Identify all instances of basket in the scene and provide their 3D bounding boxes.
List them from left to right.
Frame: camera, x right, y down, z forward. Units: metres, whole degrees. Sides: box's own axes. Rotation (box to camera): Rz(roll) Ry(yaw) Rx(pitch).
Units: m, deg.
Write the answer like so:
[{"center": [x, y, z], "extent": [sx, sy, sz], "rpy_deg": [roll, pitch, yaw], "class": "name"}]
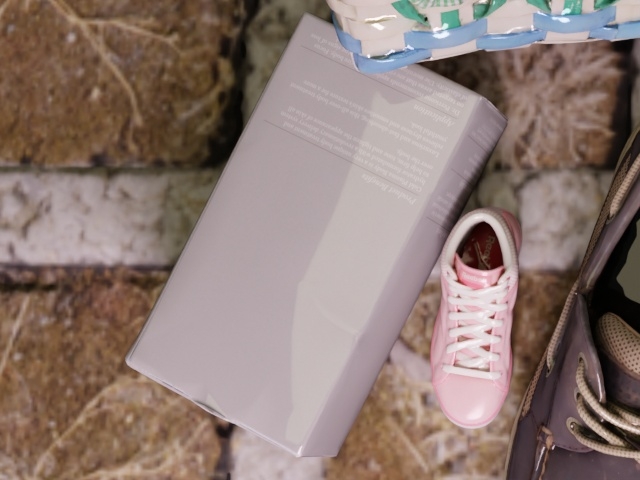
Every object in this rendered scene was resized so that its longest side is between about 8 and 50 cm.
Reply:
[{"center": [0.093, -0.243, 0.986], "extent": [0.255, 0.201, 0.289], "rpy_deg": [-8, 124, 1], "class": "basket"}]

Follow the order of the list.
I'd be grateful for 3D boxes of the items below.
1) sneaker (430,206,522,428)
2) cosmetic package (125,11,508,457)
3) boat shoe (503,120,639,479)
[{"center": [0.089, 0.044, 1.097], "extent": [0.051, 0.070, 0.134], "rpy_deg": [8, 87, 12], "class": "sneaker"}, {"center": [0.000, 0.000, 1.109], "extent": [0.127, 0.107, 0.238], "rpy_deg": [29, 94, 16], "class": "cosmetic package"}, {"center": [0.175, 0.074, 1.041], "extent": [0.132, 0.130, 0.355], "rpy_deg": [13, 87, 15], "class": "boat shoe"}]
